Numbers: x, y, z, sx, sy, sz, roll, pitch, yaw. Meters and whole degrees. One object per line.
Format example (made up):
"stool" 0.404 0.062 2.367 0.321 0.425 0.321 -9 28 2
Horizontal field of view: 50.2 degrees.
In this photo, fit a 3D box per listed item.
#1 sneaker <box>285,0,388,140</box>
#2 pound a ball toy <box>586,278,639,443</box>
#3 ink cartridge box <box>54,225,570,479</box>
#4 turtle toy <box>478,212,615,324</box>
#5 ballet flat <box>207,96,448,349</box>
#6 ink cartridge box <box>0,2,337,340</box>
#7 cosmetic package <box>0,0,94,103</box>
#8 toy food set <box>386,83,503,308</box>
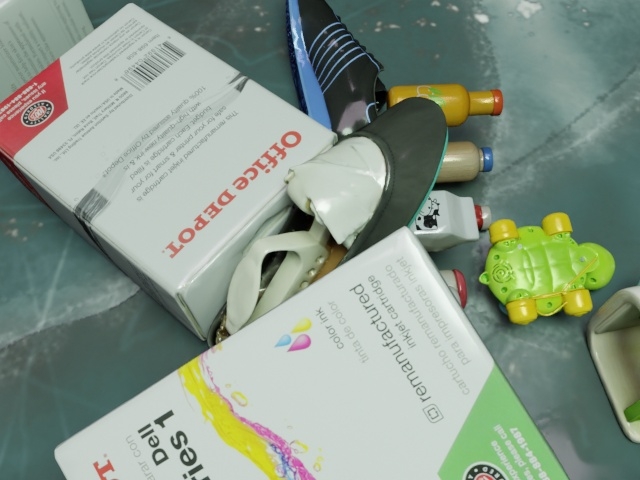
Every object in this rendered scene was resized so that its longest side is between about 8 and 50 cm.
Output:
"sneaker" 0.018 -0.182 0.722 0.090 0.081 0.232 -9 71 -6
"pound a ball toy" 0.400 0.044 0.528 0.319 0.208 0.135 -12 65 -4
"ink cartridge box" -0.003 0.148 0.466 0.278 0.117 0.201 -33 84 8
"turtle toy" 0.205 0.028 0.617 0.130 0.066 0.095 -7 74 -4
"ballet flat" 0.000 0.000 0.548 0.095 0.096 0.280 42 105 38
"ink cartridge box" -0.143 -0.071 0.640 0.273 0.114 0.197 36 70 22
"cosmetic package" -0.352 -0.211 0.700 0.151 0.151 0.183 37 69 18
"toy food set" 0.121 -0.025 0.620 0.105 0.111 0.232 -4 65 -1
